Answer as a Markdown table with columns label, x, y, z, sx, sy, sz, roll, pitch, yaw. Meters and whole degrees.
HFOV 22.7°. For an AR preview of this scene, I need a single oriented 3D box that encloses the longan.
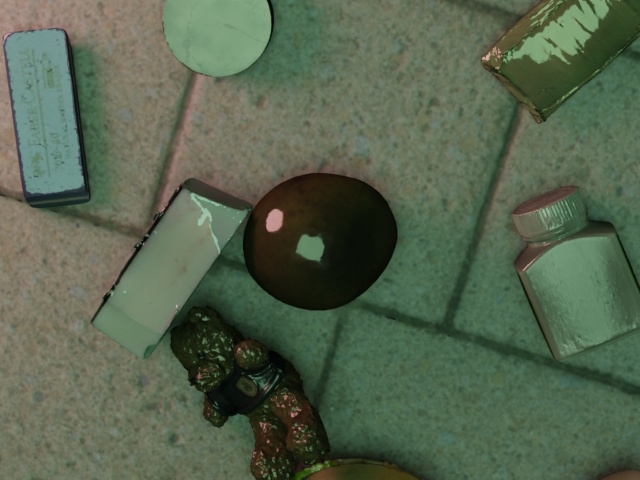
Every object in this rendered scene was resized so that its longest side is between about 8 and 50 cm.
| label | x | y | z | sx | sy | sz | roll | pitch | yaw |
| --- | --- | --- | --- | --- | --- | --- | --- | --- | --- |
| longan | 0.000 | 0.000 | 1.924 | 0.187 | 0.167 | 0.167 | -25 | 99 | -17 |

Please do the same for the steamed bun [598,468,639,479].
| label | x | y | z | sx | sy | sz | roll | pitch | yaw |
| --- | --- | --- | --- | --- | --- | --- | --- | --- | --- |
| steamed bun | 0.346 | 0.396 | 1.971 | 0.242 | 0.164 | 0.146 | -42 | 94 | 15 |

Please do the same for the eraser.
| label | x | y | z | sx | sy | sz | roll | pitch | yaw |
| --- | --- | --- | --- | --- | --- | --- | --- | --- | --- |
| eraser | -0.339 | -0.150 | 1.979 | 0.082 | 0.036 | 0.225 | -5 | 100 | 3 |

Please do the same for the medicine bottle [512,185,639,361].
| label | x | y | z | sx | sy | sz | roll | pitch | yaw |
| --- | --- | --- | --- | --- | --- | --- | --- | --- | --- |
| medicine bottle | 0.309 | 0.036 | 1.941 | 0.132 | 0.088 | 0.188 | -22 | 99 | 8 |

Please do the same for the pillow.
| label | x | y | z | sx | sy | sz | roll | pitch | yaw |
| --- | --- | --- | --- | --- | --- | --- | --- | --- | --- |
| pillow | 0.301 | -0.245 | 1.903 | 0.208 | 0.053 | 0.119 | -41 | 100 | 10 |

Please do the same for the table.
| label | x | y | z | sx | sy | sz | roll | pitch | yaw |
| --- | --- | --- | --- | --- | --- | --- | --- | --- | --- |
| table | -0.123 | -0.267 | 1.936 | 0.133 | 0.043 | 0.133 | 1 | 101 | 4 |

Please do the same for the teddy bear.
| label | x | y | z | sx | sy | sz | roll | pitch | yaw |
| --- | --- | --- | --- | --- | --- | --- | --- | --- | --- |
| teddy bear | -0.084 | 0.187 | 1.983 | 0.251 | 0.129 | 0.182 | 49 | 129 | 9 |

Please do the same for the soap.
| label | x | y | z | sx | sy | sz | roll | pitch | yaw |
| --- | --- | --- | --- | --- | --- | --- | --- | --- | --- |
| soap | -0.180 | 0.025 | 1.946 | 0.091 | 0.145 | 0.230 | 34 | 101 | -2 |

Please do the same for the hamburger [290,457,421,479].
| label | x | y | z | sx | sy | sz | roll | pitch | yaw |
| --- | --- | --- | --- | --- | --- | --- | --- | --- | --- |
| hamburger | 0.040 | 0.412 | 1.990 | 0.300 | 0.176 | 0.300 | 1 | 100 | 4 |
